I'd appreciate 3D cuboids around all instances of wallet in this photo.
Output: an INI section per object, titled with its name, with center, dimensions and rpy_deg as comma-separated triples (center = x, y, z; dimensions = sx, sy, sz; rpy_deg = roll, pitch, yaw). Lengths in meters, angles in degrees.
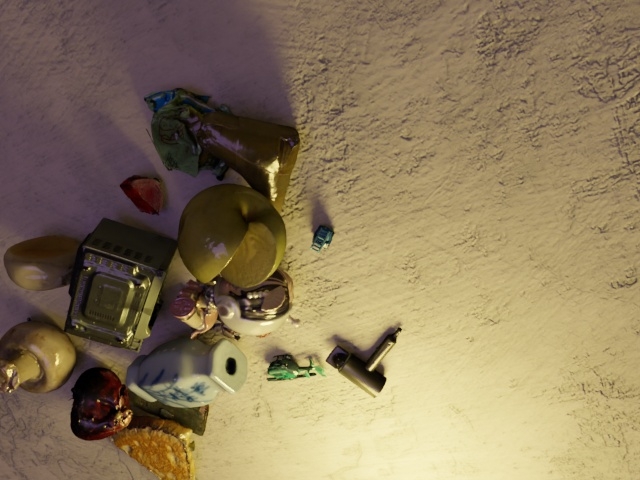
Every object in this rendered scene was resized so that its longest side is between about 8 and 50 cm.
[wallet]
center = -0.583, 0.638, 1.879
dimensions = 0.317, 0.044, 0.168
rpy_deg = 20, 117, 9

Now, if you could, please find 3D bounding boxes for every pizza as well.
[pizza]
center = -0.628, 0.814, 1.924
dimensions = 0.435, 0.080, 0.391
rpy_deg = 37, 128, -2

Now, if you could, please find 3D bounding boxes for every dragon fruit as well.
[dragon fruit]
center = -0.553, -0.159, 1.532
dimensions = 0.102, 0.096, 0.147
rpy_deg = 7, 144, 25

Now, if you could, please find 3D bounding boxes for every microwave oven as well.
[microwave oven]
center = -0.650, 0.154, 1.567
dimensions = 0.287, 0.218, 0.354
rpy_deg = 20, 117, -15

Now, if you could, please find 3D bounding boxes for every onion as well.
[onion]
center = -0.851, 0.626, 1.869
dimensions = 0.281, 0.221, 0.280
rpy_deg = -1, 88, 35

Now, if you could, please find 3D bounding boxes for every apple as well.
[apple]
center = -0.240, -0.005, 1.304
dimensions = 0.292, 0.292, 0.254
rpy_deg = 47, 130, -4

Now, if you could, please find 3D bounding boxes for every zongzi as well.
[zongzi]
center = -0.214, -0.195, 1.346
dimensions = 0.274, 0.145, 0.299
rpy_deg = 8, 125, -15

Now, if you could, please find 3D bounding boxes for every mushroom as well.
[mushroom]
center = -1.105, 0.464, 1.833
dimensions = 0.298, 0.290, 0.297
rpy_deg = 6, 112, 14

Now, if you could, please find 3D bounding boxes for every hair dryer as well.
[hair dryer]
center = 0.159, 0.350, 1.528
dimensions = 0.196, 0.078, 0.248
rpy_deg = 36, 107, 2

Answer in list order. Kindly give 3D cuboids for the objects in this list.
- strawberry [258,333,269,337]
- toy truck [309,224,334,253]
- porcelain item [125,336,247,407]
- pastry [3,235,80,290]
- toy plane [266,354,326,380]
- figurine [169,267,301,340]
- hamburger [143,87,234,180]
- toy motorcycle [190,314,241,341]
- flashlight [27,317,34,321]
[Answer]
[strawberry]
center = -0.190, 0.274, 1.593
dimensions = 0.083, 0.083, 0.096
rpy_deg = 38, 108, 0
[toy truck]
center = 0.000, 0.000, 1.414
dimensions = 0.056, 0.090, 0.073
rpy_deg = 26, 117, 6
[porcelain item]
center = -0.465, 0.457, 1.663
dimensions = 0.406, 0.178, 0.242
rpy_deg = -16, 131, 25
[pastry]
center = -0.930, 0.076, 1.653
dimensions = 0.265, 0.265, 0.133
rpy_deg = 8, 111, 14
[toy plane]
center = -0.096, 0.439, 1.640
dimensions = 0.235, 0.060, 0.096
rpy_deg = -12, 115, 25
[figurine]
center = -0.250, 0.183, 1.490
dimensions = 0.362, 0.253, 0.210
rpy_deg = -10, 125, 14
[hamburger]
center = -0.379, -0.294, 1.382
dimensions = 0.276, 0.150, 0.260
rpy_deg = 13, 116, 11
[toy motorcycle]
center = -0.363, 0.286, 1.649
dimensions = 0.216, 0.080, 0.122
rpy_deg = 23, 114, 7
[flashlight]
center = -1.178, 0.369, 1.960
dimensions = 0.057, 0.035, 0.121
rpy_deg = 32, 117, 2
